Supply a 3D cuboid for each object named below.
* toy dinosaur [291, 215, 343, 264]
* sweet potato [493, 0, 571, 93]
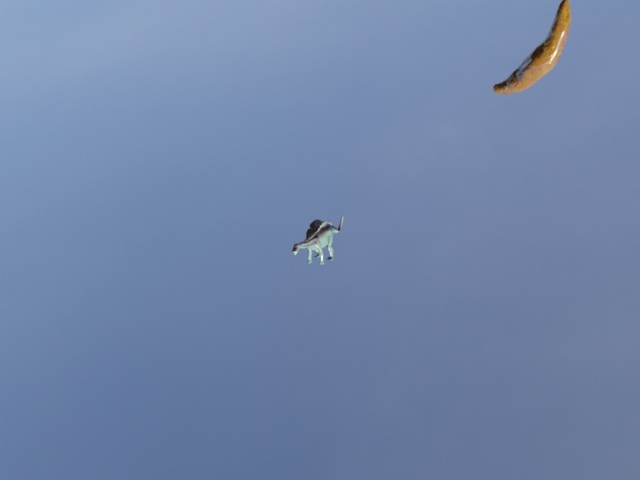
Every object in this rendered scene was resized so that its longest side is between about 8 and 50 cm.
[{"bbox_3d":[0.000,0.000,1.292,0.045,0.080,0.197,6,-158,30],"label":"toy dinosaur"},{"bbox_3d":[0.454,-0.380,1.379,0.058,0.255,0.078,-14,-114,-28],"label":"sweet potato"}]
